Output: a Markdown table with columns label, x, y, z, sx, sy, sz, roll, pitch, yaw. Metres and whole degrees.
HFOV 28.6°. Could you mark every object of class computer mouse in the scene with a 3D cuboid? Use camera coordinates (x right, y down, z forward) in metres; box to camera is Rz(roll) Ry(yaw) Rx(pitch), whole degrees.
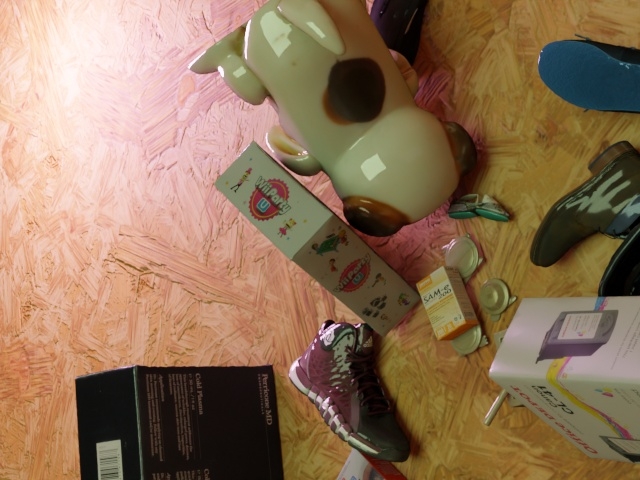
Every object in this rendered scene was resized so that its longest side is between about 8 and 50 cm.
| label | x | y | z | sx | sy | sz | roll | pitch | yaw |
| --- | --- | --- | --- | --- | --- | --- | --- | --- | --- |
| computer mouse | 0.101 | -0.404 | 2.063 | 0.184 | 0.060 | 0.262 | 28 | 105 | 42 |

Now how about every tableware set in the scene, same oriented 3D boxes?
| label | x | y | z | sx | sy | sz | roll | pitch | yaw |
| --- | --- | --- | --- | --- | --- | --- | --- | --- | --- |
| tableware set | 0.222 | 0.084 | 1.926 | 0.141 | 0.020 | 0.169 | -53 | 55 | 28 |

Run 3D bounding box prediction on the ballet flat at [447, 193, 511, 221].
| label | x | y | z | sx | sy | sz | roll | pitch | yaw |
| --- | --- | --- | --- | --- | --- | --- | --- | --- | --- |
| ballet flat | 0.243 | -0.052 | 1.907 | 0.114 | 0.041 | 0.041 | 4 | 89 | 44 |

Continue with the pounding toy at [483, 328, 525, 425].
| label | x | y | z | sx | sy | sz | roll | pitch | yaw |
| --- | --- | --- | --- | --- | --- | --- | --- | --- | --- |
| pounding toy | 0.302 | 0.184 | 1.780 | 0.141 | 0.100 | 0.130 | -25 | 69 | 40 |

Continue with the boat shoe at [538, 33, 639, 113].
| label | x | y | z | sx | sy | sz | roll | pitch | yaw |
| --- | --- | --- | --- | --- | --- | --- | --- | --- | --- |
| boat shoe | 0.420 | -0.214 | 1.717 | 0.258 | 0.089 | 0.109 | 28 | 118 | 37 |

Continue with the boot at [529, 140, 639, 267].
| label | x | y | z | sx | sy | sz | roll | pitch | yaw |
| --- | --- | --- | --- | --- | --- | --- | --- | --- | --- |
| boot | 0.383 | -0.024 | 1.734 | 0.219 | 0.082 | 0.106 | -55 | 49 | 24 |

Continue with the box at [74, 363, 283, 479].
| label | x | y | z | sx | sy | sz | roll | pitch | yaw |
| --- | --- | --- | --- | --- | --- | --- | --- | --- | --- |
| box | -0.235 | 0.390 | 2.142 | 0.179 | 0.312 | 0.343 | -16 | 74 | 43 |

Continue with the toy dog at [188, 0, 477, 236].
| label | x | y | z | sx | sy | sz | roll | pitch | yaw |
| --- | --- | --- | --- | --- | --- | --- | --- | --- | --- |
| toy dog | 0.059 | -0.210 | 1.910 | 0.408 | 0.284 | 0.395 | 53 | 161 | -10 |

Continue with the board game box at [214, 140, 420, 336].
| label | x | y | z | sx | sy | sz | roll | pitch | yaw |
| --- | --- | --- | --- | --- | --- | --- | --- | --- | --- |
| board game box | 0.000 | 0.000 | 1.943 | 0.097 | 0.303 | 0.224 | -47 | 50 | 1 |

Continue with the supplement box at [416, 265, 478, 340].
| label | x | y | z | sx | sy | sz | roll | pitch | yaw |
| --- | --- | --- | --- | --- | --- | --- | --- | --- | --- |
| supplement box | 0.193 | 0.096 | 1.912 | 0.062 | 0.036 | 0.098 | -37 | 62 | 36 |

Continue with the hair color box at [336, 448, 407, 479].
| label | x | y | z | sx | sy | sz | roll | pitch | yaw |
| --- | --- | --- | --- | --- | --- | --- | --- | --- | --- |
| hair color box | 0.099 | 0.413 | 1.992 | 0.167 | 0.053 | 0.093 | 41 | 113 | 38 |

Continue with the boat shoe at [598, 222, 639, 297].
| label | x | y | z | sx | sy | sz | roll | pitch | yaw |
| --- | --- | --- | --- | --- | --- | --- | --- | --- | --- |
| boat shoe | 0.536 | -0.042 | 1.535 | 0.500 | 0.156 | 0.187 | -47 | 54 | 30 |

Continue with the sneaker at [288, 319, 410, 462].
| label | x | y | z | sx | sy | sz | roll | pitch | yaw |
| --- | --- | --- | --- | --- | --- | --- | --- | --- | --- |
| sneaker | 0.065 | 0.221 | 2.011 | 0.281 | 0.106 | 0.163 | 39 | 110 | 40 |

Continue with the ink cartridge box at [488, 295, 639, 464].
| label | x | y | z | sx | sy | sz | roll | pitch | yaw |
| --- | --- | --- | --- | --- | --- | --- | --- | --- | --- |
| ink cartridge box | 0.395 | 0.178 | 1.542 | 0.306 | 0.226 | 0.131 | -8 | 48 | 58 |
